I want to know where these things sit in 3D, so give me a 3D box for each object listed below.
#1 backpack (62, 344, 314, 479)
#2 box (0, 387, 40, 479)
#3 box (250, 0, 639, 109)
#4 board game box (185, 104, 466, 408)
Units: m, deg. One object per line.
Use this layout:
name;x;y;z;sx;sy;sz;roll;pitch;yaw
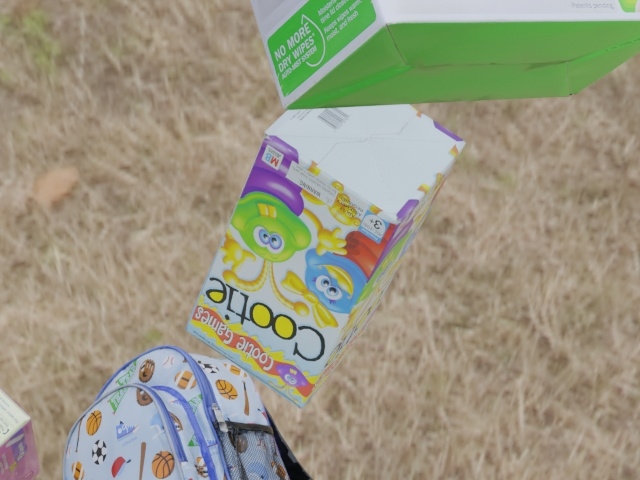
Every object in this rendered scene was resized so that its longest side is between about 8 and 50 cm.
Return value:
backpack;-0.170;0.258;1.650;0.276;0.213;0.263;-34;50;24
box;-0.486;0.305;1.830;0.117;0.213;0.243;41;65;14
box;0.076;-0.216;0.953;0.262;0.127;0.231;-6;73;-36
board game box;0.000;0.000;1.343;0.142;0.275;0.144;34;45;8
